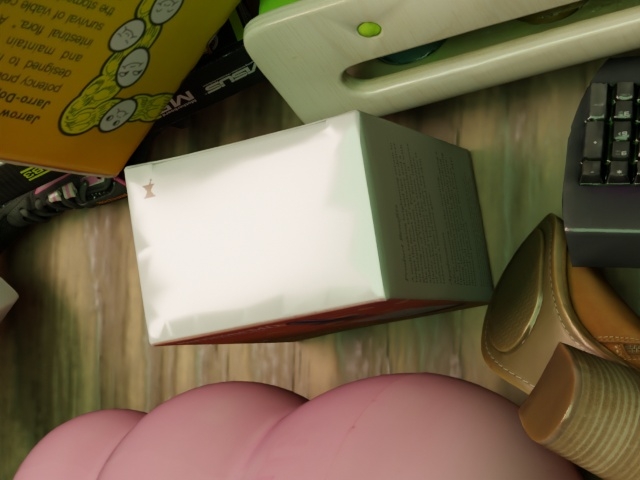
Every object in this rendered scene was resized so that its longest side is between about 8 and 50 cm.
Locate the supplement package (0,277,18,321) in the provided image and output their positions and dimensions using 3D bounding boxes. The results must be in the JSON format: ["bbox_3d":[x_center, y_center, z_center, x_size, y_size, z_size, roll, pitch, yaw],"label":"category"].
[{"bbox_3d":[-0.365,0.041,0.842,0.263,0.199,0.198,42,118,3],"label":"supplement package"}]

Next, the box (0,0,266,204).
[{"bbox_3d":[-0.141,-0.138,0.840,0.184,0.045,0.190,-25,63,4],"label":"box"}]

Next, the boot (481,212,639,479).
[{"bbox_3d":[0.164,0.072,0.724,0.152,0.197,0.073,25,118,-14],"label":"boot"}]

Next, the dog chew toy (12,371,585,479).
[{"bbox_3d":[-0.028,0.162,0.751,0.332,0.207,0.206,4,89,31],"label":"dog chew toy"}]

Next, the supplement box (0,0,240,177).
[{"bbox_3d":[-0.112,-0.230,0.668,0.194,0.195,0.356,48,111,27],"label":"supplement box"}]

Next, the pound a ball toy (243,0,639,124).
[{"bbox_3d":[0.129,-0.189,0.751,0.319,0.136,0.208,-13,57,22],"label":"pound a ball toy"}]

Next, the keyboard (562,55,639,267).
[{"bbox_3d":[0.269,-0.010,0.655,0.317,0.033,0.201,0,60,17],"label":"keyboard"}]

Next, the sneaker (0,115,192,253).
[{"bbox_3d":[-0.150,-0.046,0.877,0.178,0.072,0.077,-46,73,16],"label":"sneaker"}]

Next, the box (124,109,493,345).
[{"bbox_3d":[0.000,0.000,0.755,0.130,0.170,0.091,-12,83,23],"label":"box"}]
